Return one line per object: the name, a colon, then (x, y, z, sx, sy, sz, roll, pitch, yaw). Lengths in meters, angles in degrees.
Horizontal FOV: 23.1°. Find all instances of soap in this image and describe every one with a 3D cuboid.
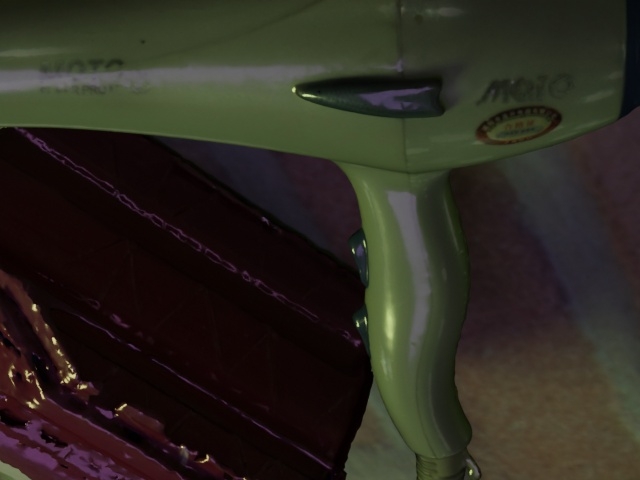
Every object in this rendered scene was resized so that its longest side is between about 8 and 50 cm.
soap: (-0.097, 0.037, 0.774, 0.250, 0.162, 0.099, 35, 140, -15)

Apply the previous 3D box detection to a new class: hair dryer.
hair dryer: (-0.030, -0.026, 0.675, 0.296, 0.119, 0.298, 15, 120, -5)

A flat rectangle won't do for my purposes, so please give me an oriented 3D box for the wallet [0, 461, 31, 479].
wallet: (-0.148, 0.092, 0.931, 0.095, 0.033, 0.190, 24, 136, -4)
